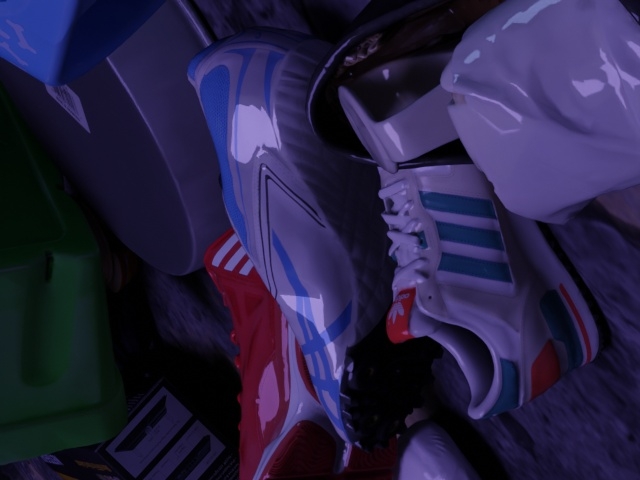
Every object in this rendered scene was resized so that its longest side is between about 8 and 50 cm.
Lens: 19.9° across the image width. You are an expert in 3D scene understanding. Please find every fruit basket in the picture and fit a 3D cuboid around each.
[{"bbox_3d":[-0.298,0.037,1.358,0.392,0.283,0.392,30,124,56],"label":"fruit basket"}]

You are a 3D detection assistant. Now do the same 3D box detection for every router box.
[{"bbox_3d":[-0.106,0.221,1.490,0.243,0.081,0.309,45,163,-10],"label":"router box"}]

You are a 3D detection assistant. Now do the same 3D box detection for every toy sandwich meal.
[{"bbox_3d":[-0.174,-0.001,1.413,0.085,0.029,0.085,38,142,38],"label":"toy sandwich meal"}]

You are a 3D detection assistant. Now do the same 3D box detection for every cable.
[{"bbox_3d":[-0.195,0.051,1.536,0.150,0.047,0.184,41,159,31],"label":"cable"}]

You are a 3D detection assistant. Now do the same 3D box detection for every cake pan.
[{"bbox_3d":[-0.133,-0.098,1.110,0.293,0.054,0.293,47,160,23],"label":"cake pan"}]

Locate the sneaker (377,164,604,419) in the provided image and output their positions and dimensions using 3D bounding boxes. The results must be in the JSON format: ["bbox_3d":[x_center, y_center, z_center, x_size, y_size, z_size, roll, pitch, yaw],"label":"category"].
[{"bbox_3d":[0.052,0.004,0.793,0.161,0.075,0.057,56,162,-4],"label":"sneaker"}]

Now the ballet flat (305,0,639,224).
[{"bbox_3d":[0.074,-0.050,0.610,0.095,0.096,0.280,59,161,-12],"label":"ballet flat"}]

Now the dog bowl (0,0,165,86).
[{"bbox_3d":[-0.080,-0.153,0.725,0.074,0.166,0.297,43,161,0],"label":"dog bowl"}]

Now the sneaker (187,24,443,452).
[{"bbox_3d":[0.000,0.000,0.896,0.086,0.085,0.237,18,135,44],"label":"sneaker"}]

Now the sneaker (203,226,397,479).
[{"bbox_3d":[-0.017,0.077,1.037,0.128,0.087,0.221,49,131,51],"label":"sneaker"}]

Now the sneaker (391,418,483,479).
[{"bbox_3d":[0.044,0.174,1.085,0.080,0.094,0.212,52,161,13],"label":"sneaker"}]
